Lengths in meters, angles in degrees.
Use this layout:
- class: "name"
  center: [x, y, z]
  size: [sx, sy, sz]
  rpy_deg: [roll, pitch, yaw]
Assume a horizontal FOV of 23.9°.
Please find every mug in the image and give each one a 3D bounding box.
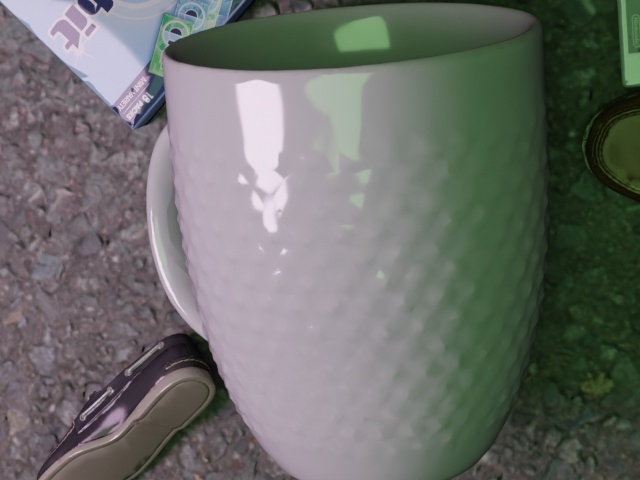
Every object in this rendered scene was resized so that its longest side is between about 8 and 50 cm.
- class: "mug"
  center: [0.000, 0.000, 1.165]
  size: [0.374, 0.276, 0.328]
  rpy_deg: [10, 113, 42]

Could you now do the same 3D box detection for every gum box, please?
- class: "gum box"
  center: [-0.167, -0.212, 1.257]
  size: [0.184, 0.041, 0.157]
  rpy_deg: [44, 106, 1]

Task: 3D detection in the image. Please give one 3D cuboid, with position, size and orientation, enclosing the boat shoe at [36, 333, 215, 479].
- class: "boat shoe"
  center: [-0.175, 0.158, 1.330]
  size: [0.206, 0.075, 0.065]
  rpy_deg: [-40, 47, 22]

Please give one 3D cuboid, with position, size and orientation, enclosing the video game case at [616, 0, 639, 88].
- class: "video game case"
  center: [0.311, -0.217, 1.146]
  size: [0.173, 0.022, 0.190]
  rpy_deg: [-3, 92, 13]

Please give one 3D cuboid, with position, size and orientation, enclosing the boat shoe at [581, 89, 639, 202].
- class: "boat shoe"
  center: [0.349, -0.054, 1.135]
  size: [0.307, 0.104, 0.111]
  rpy_deg: [9, 102, 11]
